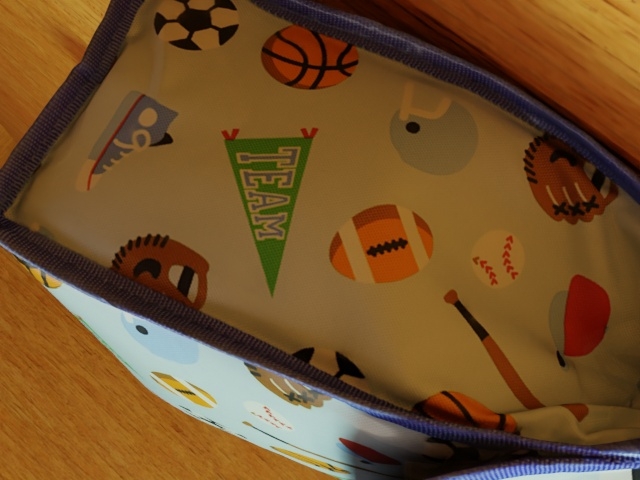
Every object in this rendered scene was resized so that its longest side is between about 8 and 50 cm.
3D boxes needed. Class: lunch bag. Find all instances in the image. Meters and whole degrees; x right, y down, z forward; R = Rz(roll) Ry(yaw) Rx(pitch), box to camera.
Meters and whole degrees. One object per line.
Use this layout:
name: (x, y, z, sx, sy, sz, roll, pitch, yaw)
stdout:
lunch bag: (0.042, 0.050, 0.613, 0.385, 0.239, 0.328, 24, 164, 11)
